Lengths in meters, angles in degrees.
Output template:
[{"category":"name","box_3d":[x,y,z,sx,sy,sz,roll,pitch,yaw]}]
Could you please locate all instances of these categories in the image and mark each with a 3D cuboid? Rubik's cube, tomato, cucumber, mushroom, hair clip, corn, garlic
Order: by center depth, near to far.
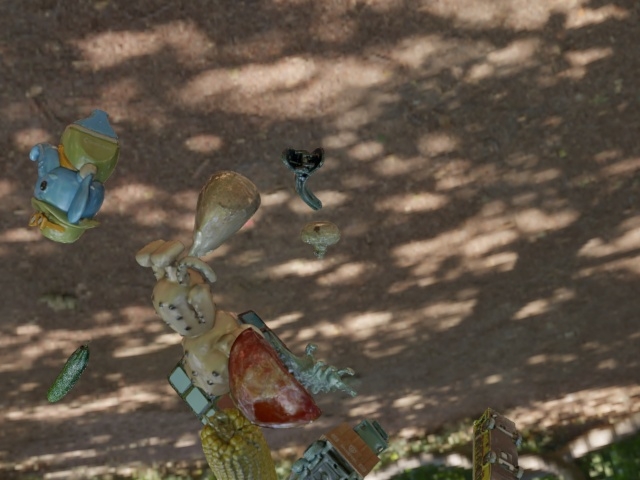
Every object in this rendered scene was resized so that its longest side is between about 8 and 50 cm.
[{"category":"tomato","box_3d":[-0.079,0.203,1.277,0.091,0.159,0.139,-37,161,-5]},{"category":"corn","box_3d":[-0.122,0.381,1.517,0.101,0.101,0.310,-12,132,3]},{"category":"hair clip","box_3d":[-0.023,-0.101,1.558,0.070,0.039,0.229,-2,162,1]},{"category":"garlic","box_3d":[-0.185,-0.037,1.638,0.128,0.149,0.266,3,-155,21]},{"category":"cucumber","box_3d":[-0.455,0.244,1.671,0.039,0.039,0.168,12,126,-43]},{"category":"Rubik's cube","box_3d":[-0.162,0.252,1.748,0.163,0.162,0.160,-50,163,28]},{"category":"mushroom","box_3d":[0.000,0.000,1.939,0.085,0.079,0.085,2,-172,0]}]

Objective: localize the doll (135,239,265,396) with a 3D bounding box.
[{"category":"doll","box_3d":[-0.175,0.120,1.379,0.154,0.119,0.278,10,133,45]}]

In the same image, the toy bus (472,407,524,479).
[{"category":"toy bus","box_3d":[0.342,0.422,1.781,0.081,0.226,0.074,28,117,-7]}]

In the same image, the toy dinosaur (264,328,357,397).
[{"category":"toy dinosaur","box_3d":[-0.024,0.232,1.695,0.082,0.209,0.039,-56,176,25]}]

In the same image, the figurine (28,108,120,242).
[{"category":"figurine","box_3d":[-0.489,-0.124,1.821,0.179,0.262,0.154,-1,159,26]}]

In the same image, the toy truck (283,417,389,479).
[{"category":"toy truck","box_3d":[0.011,0.519,1.982,0.184,0.133,0.338,-27,158,-49]}]
